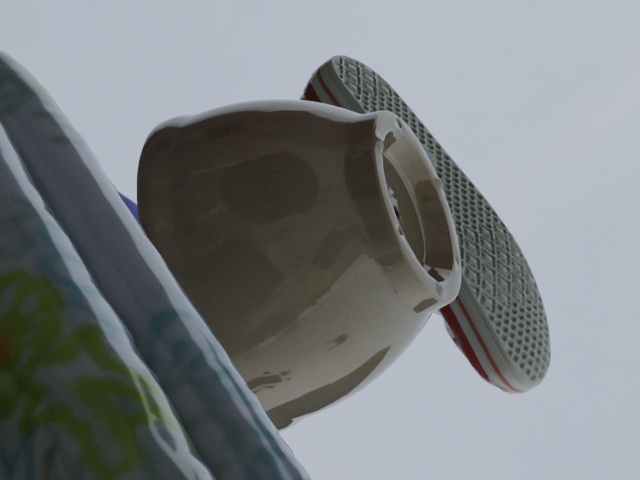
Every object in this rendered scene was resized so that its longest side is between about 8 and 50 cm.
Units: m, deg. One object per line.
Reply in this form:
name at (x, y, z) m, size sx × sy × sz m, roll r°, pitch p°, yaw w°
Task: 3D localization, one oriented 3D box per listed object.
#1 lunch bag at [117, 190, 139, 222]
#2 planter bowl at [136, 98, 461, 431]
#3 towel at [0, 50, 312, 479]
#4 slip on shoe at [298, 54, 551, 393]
lunch bag at (-0.241, 0.177, 1.185) m, size 0.385 × 0.239 × 0.327 m, roll -20°, pitch -124°, yaw 27°
planter bowl at (0.000, 0.000, 0.913) m, size 0.109 × 0.162 × 0.162 m, roll -20°, pitch -131°, yaw 21°
towel at (-0.146, 0.134, 0.535) m, size 0.320 × 0.090 × 0.374 m, roll -51°, pitch -135°, yaw 13°
slip on shoe at (0.077, -0.004, 1.575) m, size 0.101 × 0.123 × 0.331 m, roll -47°, pitch -115°, yaw 27°
